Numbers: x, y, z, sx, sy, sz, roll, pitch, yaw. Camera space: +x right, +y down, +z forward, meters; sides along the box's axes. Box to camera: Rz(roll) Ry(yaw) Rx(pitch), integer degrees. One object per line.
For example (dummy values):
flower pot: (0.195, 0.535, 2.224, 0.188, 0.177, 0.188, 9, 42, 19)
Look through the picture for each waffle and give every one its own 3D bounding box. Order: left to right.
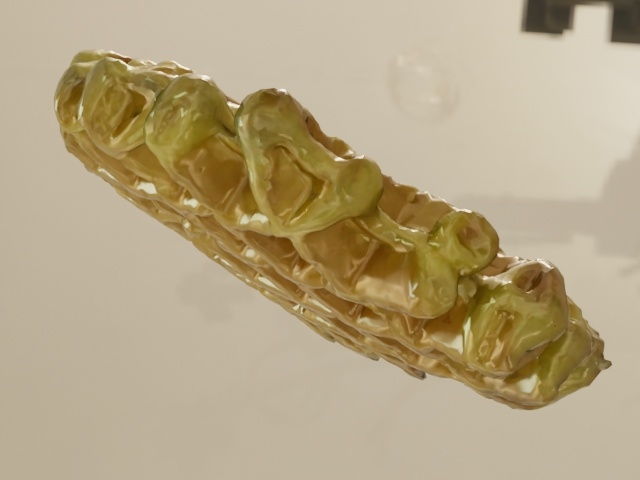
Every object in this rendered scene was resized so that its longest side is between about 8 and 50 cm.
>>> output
waffle: (-0.001, 0.001, 0.727, 0.065, 0.283, 0.309, -59, -10, -5)
